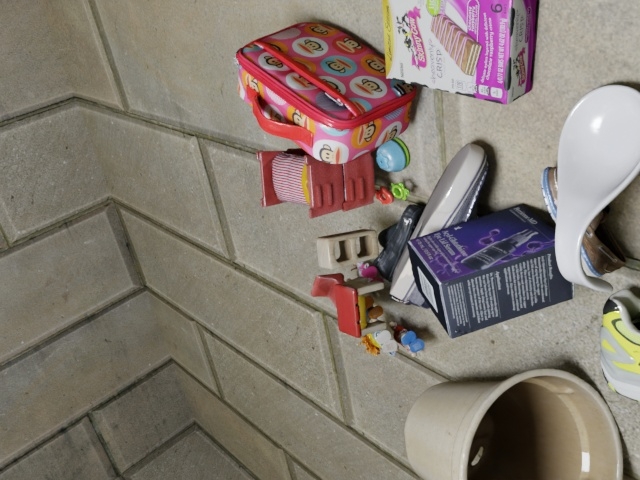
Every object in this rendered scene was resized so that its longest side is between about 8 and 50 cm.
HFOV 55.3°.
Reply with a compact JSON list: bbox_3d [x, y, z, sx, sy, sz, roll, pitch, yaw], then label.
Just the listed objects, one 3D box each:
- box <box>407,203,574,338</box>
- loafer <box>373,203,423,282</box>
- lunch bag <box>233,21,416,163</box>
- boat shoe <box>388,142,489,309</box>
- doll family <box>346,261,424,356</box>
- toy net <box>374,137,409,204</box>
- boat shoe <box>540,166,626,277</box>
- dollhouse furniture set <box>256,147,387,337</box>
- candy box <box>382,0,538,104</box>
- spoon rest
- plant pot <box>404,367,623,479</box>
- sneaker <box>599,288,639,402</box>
[{"bbox_3d":[0.264,0.044,0.963,0.153,0.207,0.108,-116,9,-63],"label":"box"},{"bbox_3d":[0.152,0.002,1.246,0.078,0.076,0.223,37,147,18],"label":"loafer"},{"bbox_3d":[-0.008,-0.259,1.076,0.293,0.258,0.120,40,144,26],"label":"lunch bag"},{"bbox_3d":[0.255,-0.004,1.090,0.158,0.127,0.340,22,128,0],"label":"boat shoe"},{"bbox_3d":[0.113,0.170,1.377,0.263,0.118,0.163,59,174,-1],"label":"doll family"},{"bbox_3d":[0.097,-0.133,1.245,0.232,0.045,0.122,-3,116,56],"label":"toy net"},{"bbox_3d":[0.393,-0.035,0.906,0.066,0.066,0.183,-25,98,46],"label":"boat shoe"},{"bbox_3d":[0.000,0.000,1.228,0.201,0.152,0.374,11,110,56],"label":"dollhouse furniture set"},{"bbox_3d":[0.202,-0.310,0.922,0.233,0.071,0.159,26,137,41],"label":"candy box"},{"bbox_3d":[0.369,-0.067,0.817,0.137,0.084,0.276,22,111,58],"label":"spoon rest"},{"bbox_3d":[0.324,0.393,1.156,0.334,0.334,0.305,62,160,-6],"label":"plant pot"},{"bbox_3d":[0.536,0.154,0.786,0.385,0.145,0.147,1,117,52],"label":"sneaker"}]
